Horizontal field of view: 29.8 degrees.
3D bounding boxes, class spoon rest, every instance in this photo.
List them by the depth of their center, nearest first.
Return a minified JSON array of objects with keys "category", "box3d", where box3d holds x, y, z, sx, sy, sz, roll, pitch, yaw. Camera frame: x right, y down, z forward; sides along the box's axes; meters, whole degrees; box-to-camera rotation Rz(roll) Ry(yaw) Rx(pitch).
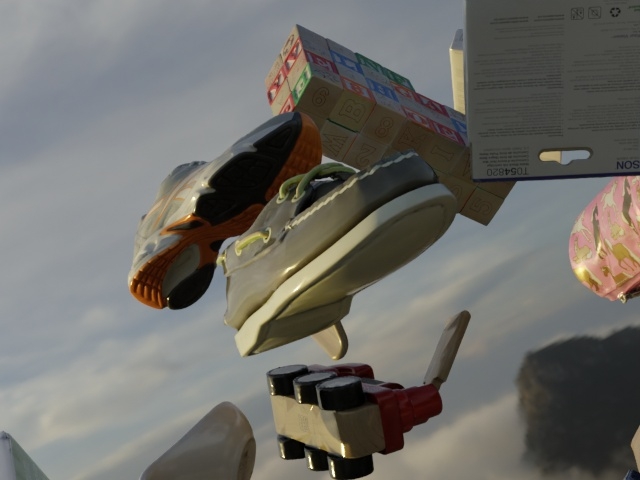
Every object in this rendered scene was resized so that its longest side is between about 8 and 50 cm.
[{"category":"spoon rest","box3d":[-0.143,0.270,1.389,0.084,0.137,0.276,9,8,13]}]

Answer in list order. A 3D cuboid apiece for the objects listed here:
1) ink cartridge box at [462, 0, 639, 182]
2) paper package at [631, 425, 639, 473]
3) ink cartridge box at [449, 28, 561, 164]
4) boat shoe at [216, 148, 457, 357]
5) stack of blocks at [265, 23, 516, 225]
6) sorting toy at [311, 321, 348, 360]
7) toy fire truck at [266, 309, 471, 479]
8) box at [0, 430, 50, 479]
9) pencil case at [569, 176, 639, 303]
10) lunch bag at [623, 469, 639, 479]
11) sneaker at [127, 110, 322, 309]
[{"category":"ink cartridge box","box3d":[0.273,-0.178,1.351,0.223,0.224,0.045,-2,27,6]},{"category":"paper package","box3d":[0.679,0.278,1.826,0.325,0.309,0.168,-64,-2,13]},{"category":"ink cartridge box","box3d":[0.299,-0.220,1.889,0.225,0.181,0.056,76,-147,-50]},{"category":"boat shoe","box3d":[-0.004,0.001,0.845,0.109,0.091,0.305,-15,-14,-25]},{"category":"stack of blocks","box3d":[0.087,-0.143,1.495,0.087,0.297,0.171,-59,21,22]},{"category":"sorting toy","box3d":[-0.011,0.028,1.474,0.041,0.229,0.307,-21,12,-9]},{"category":"toy fire truck","box3d":[0.076,0.190,1.568,0.246,0.158,0.217,-12,6,-27]},{"category":"box","box3d":[-0.099,0.267,0.705,0.058,0.322,0.232,-38,12,-11]},{"category":"pencil case","box3d":[0.478,-0.028,1.736,0.160,0.167,0.386,-41,-9,-13]},{"category":"lunch bag","box3d":[0.402,0.338,1.515,0.065,0.067,0.098,-67,-18,9]},{"category":"sneaker","box3d":[-0.107,-0.053,1.197,0.099,0.121,0.262,29,-59,-37]}]
